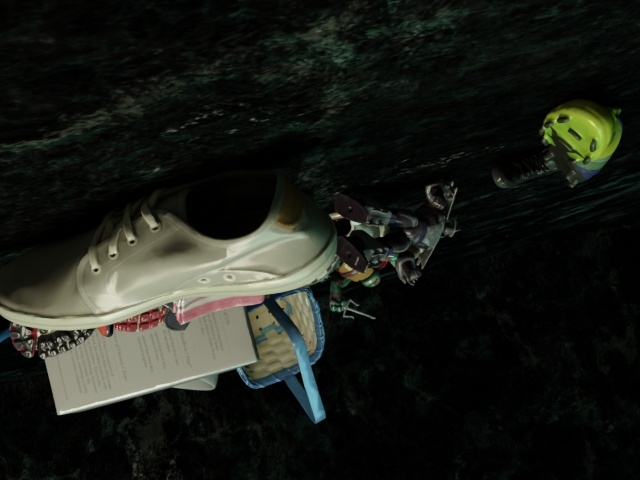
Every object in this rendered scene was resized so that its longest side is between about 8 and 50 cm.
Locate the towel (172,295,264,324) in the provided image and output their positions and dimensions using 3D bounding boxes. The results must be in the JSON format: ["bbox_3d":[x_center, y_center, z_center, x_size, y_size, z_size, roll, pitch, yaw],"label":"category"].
[{"bbox_3d":[-0.128,0.021,1.379,0.144,0.029,0.197,-14,131,-30],"label":"towel"}]

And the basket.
[{"bbox_3d":[-0.082,0.205,2.038,0.201,0.254,0.289,-27,-141,-19],"label":"basket"}]

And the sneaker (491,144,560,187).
[{"bbox_3d":[0.363,-0.131,1.661,0.170,0.051,0.089,-15,175,-42],"label":"sneaker"}]

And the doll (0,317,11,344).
[{"bbox_3d":[-0.606,0.179,1.855,0.189,0.046,0.129,-32,-164,6],"label":"doll"}]

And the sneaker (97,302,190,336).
[{"bbox_3d":[-0.176,0.049,1.469,0.350,0.148,0.131,-16,173,0],"label":"sneaker"}]

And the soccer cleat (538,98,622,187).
[{"bbox_3d":[0.378,-0.159,1.424,0.121,0.093,0.289,-46,166,0],"label":"soccer cleat"}]

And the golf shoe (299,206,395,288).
[{"bbox_3d":[0.000,0.000,1.771,0.273,0.105,0.120,-27,153,31],"label":"golf shoe"}]

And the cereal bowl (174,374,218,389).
[{"bbox_3d":[-0.359,0.195,2.018,0.339,0.141,0.339,10,163,3],"label":"cereal bowl"}]

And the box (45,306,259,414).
[{"bbox_3d":[-0.298,0.155,1.762,0.345,0.215,0.168,-15,173,-4],"label":"box"}]

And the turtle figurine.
[{"bbox_3d":[0.065,0.056,1.941,0.175,0.118,0.234,-48,132,10],"label":"turtle figurine"}]

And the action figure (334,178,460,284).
[{"bbox_3d":[0.141,-0.014,1.652,0.099,0.185,0.285,25,-160,40],"label":"action figure"}]

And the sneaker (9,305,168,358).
[{"bbox_3d":[-0.355,0.089,1.632,0.299,0.120,0.112,-15,-158,-13],"label":"sneaker"}]

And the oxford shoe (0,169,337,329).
[{"bbox_3d":[-0.204,0.003,1.207,0.450,0.169,0.130,-10,134,18],"label":"oxford shoe"}]
